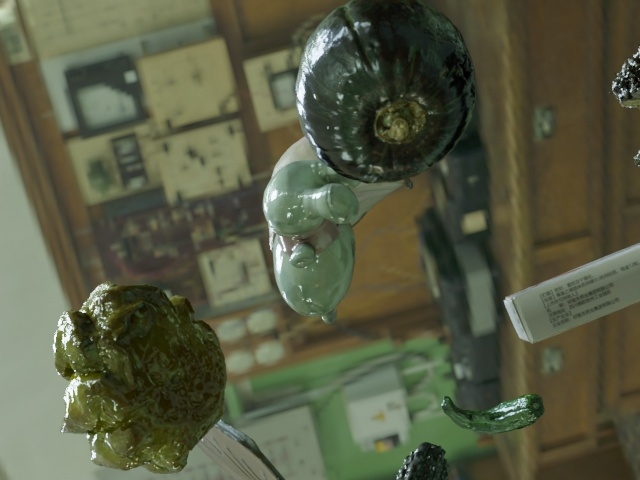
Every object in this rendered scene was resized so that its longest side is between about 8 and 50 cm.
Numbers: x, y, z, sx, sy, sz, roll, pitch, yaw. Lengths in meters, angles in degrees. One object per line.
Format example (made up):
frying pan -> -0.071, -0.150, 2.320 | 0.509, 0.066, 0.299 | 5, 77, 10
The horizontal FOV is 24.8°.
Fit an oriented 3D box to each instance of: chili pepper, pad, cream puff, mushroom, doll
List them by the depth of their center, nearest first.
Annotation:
chili pepper -> 0.193, 0.187, 1.578 | 0.035, 0.118, 0.055 | -57, -48, -41
doll -> -0.013, -0.003, 1.724 | 0.275, 0.113, 0.155 | 94, 179, -55
cream puff -> -0.231, 0.176, 1.822 | 0.196, 0.244, 0.244 | 118, 143, -49
mushroom -> -0.023, -0.087, 2.150 | 0.236, 0.173, 0.162 | -40, 63, 37
pad -> -0.130, 0.320, 2.163 | 0.284, 0.018, 0.286 | 25, 157, 41

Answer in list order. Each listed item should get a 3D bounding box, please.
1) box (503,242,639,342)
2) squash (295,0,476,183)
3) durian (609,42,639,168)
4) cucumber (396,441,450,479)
box -> 0.391, 0.028, 1.703 | 0.214, 0.353, 0.069 | 26, -140, -84
squash -> 0.063, -0.151, 1.447 | 0.193, 0.193, 0.156 | 82, 162, -57
durian -> 0.394, -0.139, 1.445 | 0.167, 0.196, 0.196 | -30, -74, -74
cucumber -> 0.119, 0.374, 1.917 | 0.265, 0.077, 0.077 | -65, -34, -58
